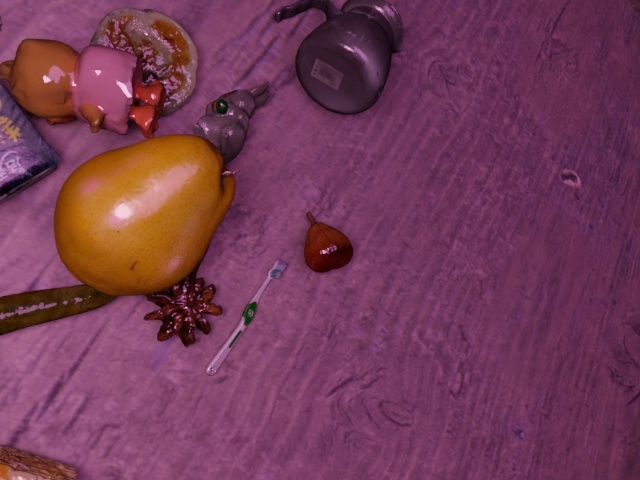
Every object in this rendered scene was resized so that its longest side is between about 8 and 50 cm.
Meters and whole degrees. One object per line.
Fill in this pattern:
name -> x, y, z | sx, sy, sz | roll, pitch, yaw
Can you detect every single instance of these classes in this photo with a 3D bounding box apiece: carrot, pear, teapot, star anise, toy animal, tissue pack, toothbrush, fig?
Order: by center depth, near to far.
tissue pack -> -0.616, -0.191, 0.997 | 0.185, 0.081, 0.257 | -41, 105, -27
carrot -> -0.534, 0.128, 1.017 | 0.358, 0.074, 0.074 | -15, 92, -34
pear -> -0.313, -0.047, 1.032 | 0.285, 0.336, 0.285 | 31, 46, -40
toy animal -> -0.439, -0.281, 1.047 | 0.281, 0.169, 0.195 | 4, 45, -4
star anise -> -0.284, 0.102, 1.180 | 0.177, 0.073, 0.234 | -3, 78, -42
toothbrush -> -0.165, 0.168, 1.274 | 0.030, 0.030, 0.304 | 42, 67, -21
toy animal -> -0.198, -0.276, 1.278 | 0.108, 0.138, 0.236 | 13, 45, 8
fig -> -0.002, 0.014, 1.368 | 0.119, 0.153, 0.119 | -37, 145, -31
teapot -> 0.057, -0.487, 1.431 | 0.285, 0.305, 0.223 | -58, 150, -31

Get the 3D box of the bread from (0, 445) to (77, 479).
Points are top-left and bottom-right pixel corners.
bread -> -0.561, 0.525, 0.891 | 0.236, 0.165, 0.375 | 26, 72, -25

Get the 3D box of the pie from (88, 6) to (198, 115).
pie -> -0.366, -0.375, 1.198 | 0.240, 0.054, 0.241 | 4, 81, -30
